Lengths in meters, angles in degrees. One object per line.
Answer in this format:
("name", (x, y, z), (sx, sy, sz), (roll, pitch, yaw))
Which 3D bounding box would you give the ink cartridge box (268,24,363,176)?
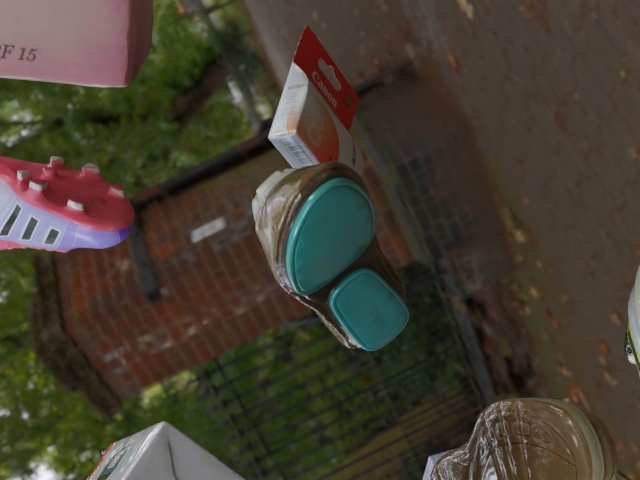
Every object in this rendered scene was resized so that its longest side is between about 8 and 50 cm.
("ink cartridge box", (0.011, -0.148, 1.312), (0.145, 0.045, 0.179), (49, -132, -43))

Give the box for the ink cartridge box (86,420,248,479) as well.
("ink cartridge box", (-0.152, 0.255, 1.064), (0.134, 0.078, 0.231), (38, 152, -10))

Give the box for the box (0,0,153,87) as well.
("box", (-0.151, -0.200, 0.517), (0.127, 0.148, 0.232), (-101, 16, -71))

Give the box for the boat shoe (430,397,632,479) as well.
("boat shoe", (0.169, 0.185, 0.879), (0.285, 0.089, 0.105), (125, 139, -66))

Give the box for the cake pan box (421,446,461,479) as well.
("cake pan box", (0.167, 0.371, 1.141), (0.246, 0.070, 0.267), (96, 159, -55))

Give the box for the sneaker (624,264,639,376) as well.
("sneaker", (0.224, 0.142, 0.424), (0.147, 0.145, 0.385), (106, 162, -54))

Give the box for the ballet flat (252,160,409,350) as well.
("ballet flat", (0.000, 0.000, 1.067), (0.124, 0.116, 0.342), (47, 177, 29))

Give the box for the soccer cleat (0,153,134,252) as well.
("soccer cleat", (-0.254, -0.025, 0.939), (0.083, 0.248, 0.095), (-25, -53, -52))
